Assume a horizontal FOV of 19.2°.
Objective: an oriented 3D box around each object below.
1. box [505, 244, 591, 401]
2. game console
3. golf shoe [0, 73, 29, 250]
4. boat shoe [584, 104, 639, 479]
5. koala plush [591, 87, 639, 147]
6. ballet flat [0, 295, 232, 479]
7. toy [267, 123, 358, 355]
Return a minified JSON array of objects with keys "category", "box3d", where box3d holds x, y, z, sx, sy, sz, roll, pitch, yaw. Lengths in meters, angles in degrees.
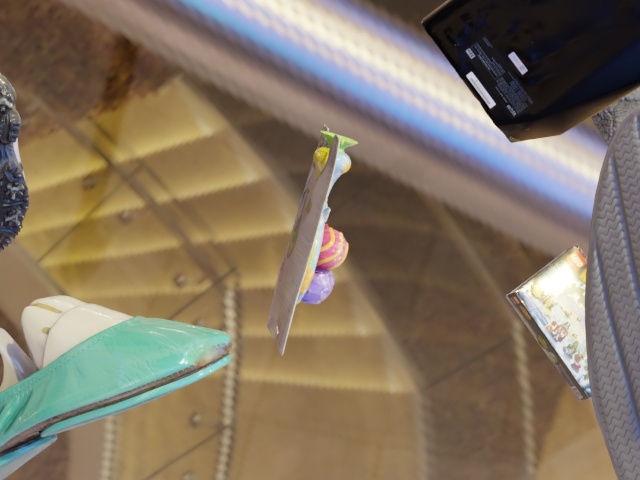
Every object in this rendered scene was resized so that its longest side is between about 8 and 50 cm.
[{"category":"box","box3d":[0.270,0.086,1.974,0.094,0.027,0.137,-36,91,-22]},{"category":"game console","box3d":[0.133,-0.261,1.382,0.361,0.213,0.044,54,11,-6]},{"category":"golf shoe","box3d":[-0.312,-0.079,1.750,0.077,0.198,0.094,-2,33,-20]},{"category":"boat shoe","box3d":[0.136,0.068,0.555,0.076,0.083,0.226,0,77,-27]},{"category":"koala plush","box3d":[0.368,-0.182,2.010,0.196,0.203,0.221,36,10,-2]},{"category":"ballet flat","box3d":[-0.165,0.082,1.094,0.083,0.247,0.087,-19,81,-62]},{"category":"toy","box3d":[0.000,0.000,2.039,0.056,0.137,0.237,11,99,-9]}]
